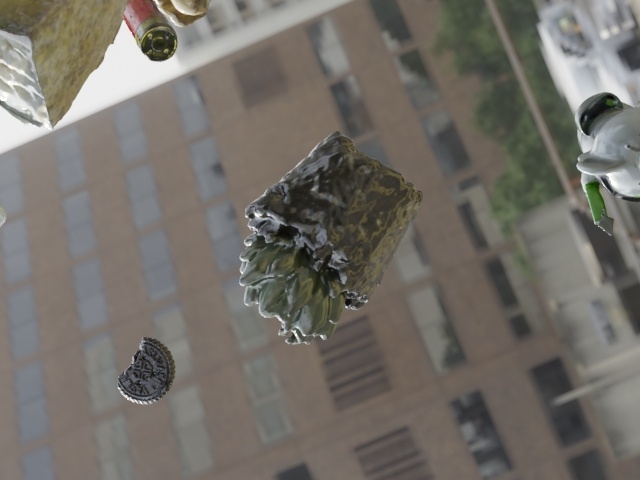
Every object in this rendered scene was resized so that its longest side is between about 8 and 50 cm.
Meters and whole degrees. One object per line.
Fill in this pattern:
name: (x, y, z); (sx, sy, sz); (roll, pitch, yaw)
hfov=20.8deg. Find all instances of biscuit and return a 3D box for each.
biscuit: (-0.235, 0.176, 2.348); (0.027, 0.087, 0.089); (-1, -107, -75)

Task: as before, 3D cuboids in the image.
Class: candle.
candle: (-0.215, -0.270, 2.182); (0.052, 0.052, 0.131); (64, 177, -33)

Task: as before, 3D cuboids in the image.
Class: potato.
potato: (-0.417, -0.339, 2.594); (0.189, 0.264, 0.211); (28, 153, 24)

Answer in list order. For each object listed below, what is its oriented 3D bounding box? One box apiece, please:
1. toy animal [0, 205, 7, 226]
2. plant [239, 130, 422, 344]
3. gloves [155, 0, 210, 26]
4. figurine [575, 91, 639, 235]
toy animal: (-0.618, -0.135, 2.637); (0.247, 0.183, 0.310); (1, -113, -42)
plant: (0.000, 0.000, 1.671); (0.132, 0.194, 0.129); (36, 176, 24)
gloves: (-0.190, -0.297, 1.348); (0.203, 0.155, 0.356); (-7, -139, -43)
figurine: (0.338, -0.098, 1.898); (0.126, 0.147, 0.192); (61, 179, -17)
